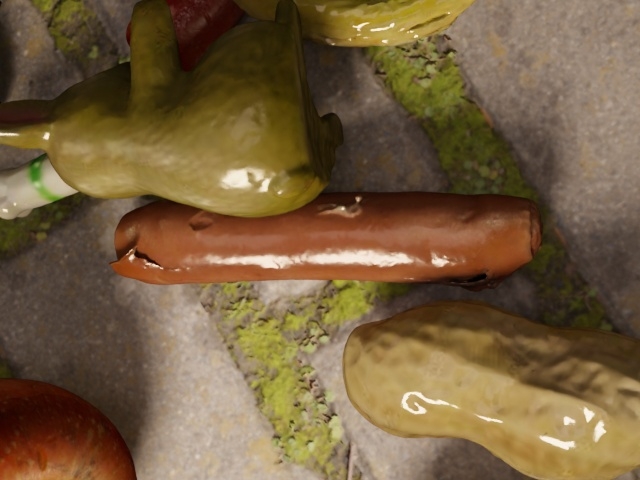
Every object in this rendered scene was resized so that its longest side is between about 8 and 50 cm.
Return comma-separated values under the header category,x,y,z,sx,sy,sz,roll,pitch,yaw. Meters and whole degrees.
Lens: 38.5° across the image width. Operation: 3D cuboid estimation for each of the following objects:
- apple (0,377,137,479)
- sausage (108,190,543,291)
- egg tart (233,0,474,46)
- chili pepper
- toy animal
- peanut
category,x,y,z,sx,sy,sz,roll,pitch,yaw
apple,-0.314,0.253,0.862,0.206,0.272,0.251,1,116,45
sausage,0.000,0.000,0.887,0.419,0.094,0.094,0,78,12
egg tart,0.039,-0.340,0.872,0.345,0.132,0.345,0,88,12
chili pepper,-0.153,-0.205,0.934,0.084,0.086,0.192,41,87,-24
toy animal,-0.160,-0.113,0.851,0.363,0.181,0.180,5,59,18
peanut,0.171,0.132,0.825,0.313,0.149,0.149,13,90,13
